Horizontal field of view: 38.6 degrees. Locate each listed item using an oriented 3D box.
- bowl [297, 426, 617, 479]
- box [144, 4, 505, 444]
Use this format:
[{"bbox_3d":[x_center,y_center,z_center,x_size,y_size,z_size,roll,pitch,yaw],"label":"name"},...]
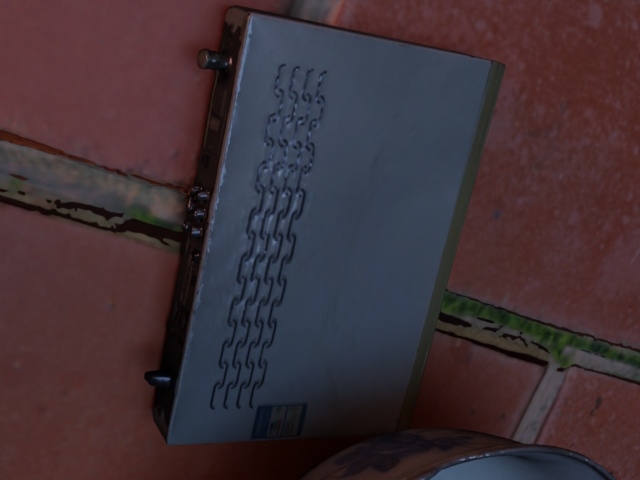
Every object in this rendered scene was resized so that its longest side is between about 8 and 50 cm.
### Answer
[{"bbox_3d":[0.047,0.230,0.633,0.313,0.146,0.313,-13,121,-22],"label":"bowl"},{"bbox_3d":[0.000,0.000,0.585,0.211,0.045,0.270,3,108,-28],"label":"box"}]
